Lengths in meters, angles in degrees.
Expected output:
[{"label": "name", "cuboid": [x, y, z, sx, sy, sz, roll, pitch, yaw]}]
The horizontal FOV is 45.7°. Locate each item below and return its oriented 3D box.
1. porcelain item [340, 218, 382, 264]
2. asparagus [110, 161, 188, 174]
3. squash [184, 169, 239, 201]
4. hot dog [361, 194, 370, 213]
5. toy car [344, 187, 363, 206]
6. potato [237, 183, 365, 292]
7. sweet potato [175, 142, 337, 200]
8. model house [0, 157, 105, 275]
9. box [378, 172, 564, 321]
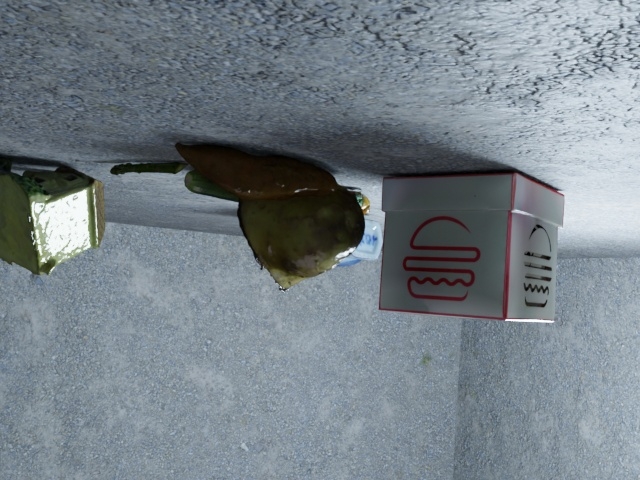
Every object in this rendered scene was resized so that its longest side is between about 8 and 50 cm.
[{"label": "porcelain item", "cuboid": [0.000, 0.000, 2.542, 0.405, 0.178, 0.243, 1, 175, 43]}, {"label": "asparagus", "cuboid": [-0.399, -0.164, 1.727, 0.236, 0.027, 0.034, 1, 164, 29]}, {"label": "squash", "cuboid": [-0.222, -0.126, 1.821, 0.229, 0.066, 0.066, 8, 174, -44]}, {"label": "hot dog", "cuboid": [0.009, -0.089, 2.028, 0.249, 0.076, 0.102, 3, 180, 5]}, {"label": "toy car", "cuboid": [0.079, -0.094, 1.931, 0.059, 0.035, 0.122, 1, 159, 0]}, {"label": "potato", "cuboid": [-0.014, -0.041, 1.722, 0.237, 0.288, 0.300, -16, 138, 18]}, {"label": "sweet potato", "cuboid": [-0.111, -0.123, 1.504, 0.355, 0.095, 0.106, 10, -146, -28]}, {"label": "model house", "cuboid": [-0.684, -0.099, 1.863, 0.321, 0.261, 0.266, 21, -149, 31]}, {"label": "box", "cuboid": [0.333, 0.022, 1.672, 0.312, 0.299, 0.314, 0, 174, 36]}]
